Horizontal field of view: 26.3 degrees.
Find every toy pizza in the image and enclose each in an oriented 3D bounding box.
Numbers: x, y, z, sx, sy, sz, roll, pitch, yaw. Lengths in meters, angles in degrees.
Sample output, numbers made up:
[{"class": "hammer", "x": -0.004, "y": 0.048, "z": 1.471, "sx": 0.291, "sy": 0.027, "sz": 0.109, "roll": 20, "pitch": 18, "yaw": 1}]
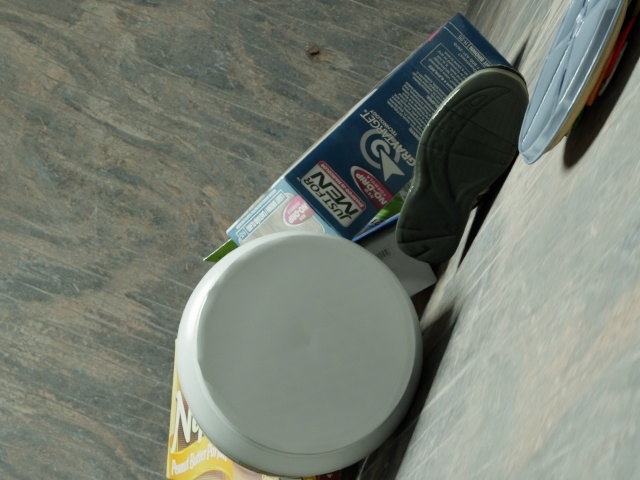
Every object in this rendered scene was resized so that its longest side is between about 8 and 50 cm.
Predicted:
[{"class": "toy pizza", "x": 0.189, "y": -0.142, "z": 0.938, "sx": 0.201, "sy": 0.032, "sz": 0.201, "roll": -157, "pitch": 90, "yaw": -89}]

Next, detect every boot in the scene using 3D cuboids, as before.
[{"class": "boot", "x": 0.149, "y": -0.110, "z": 1.346, "sx": 0.178, "sy": 0.085, "sz": 0.236, "roll": -64, "pitch": -3, "yaw": -48}]

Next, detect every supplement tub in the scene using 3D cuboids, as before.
[{"class": "supplement tub", "x": -0.023, "y": 0.115, "z": 1.333, "sx": 0.316, "sy": 0.228, "sz": 0.228, "roll": 113, "pitch": 180, "yaw": -79}]

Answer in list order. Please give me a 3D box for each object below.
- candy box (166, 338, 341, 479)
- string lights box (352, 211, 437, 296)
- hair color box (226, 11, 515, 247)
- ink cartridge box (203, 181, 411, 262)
[{"class": "candy box", "x": -0.084, "y": 0.218, "z": 1.644, "sx": 0.316, "sy": 0.088, "sz": 0.183, "roll": 0, "pitch": 85, "yaw": 62}, {"class": "string lights box", "x": 0.060, "y": 0.034, "z": 1.642, "sx": 0.133, "sy": 0.076, "sz": 0.259, "roll": -29, "pitch": 3, "yaw": 4}, {"class": "hair color box", "x": 0.061, "y": -0.105, "z": 1.591, "sx": 0.347, "sy": 0.105, "sz": 0.174, "roll": -46, "pitch": 3, "yaw": -33}, {"class": "ink cartridge box", "x": 0.000, "y": 0.000, "z": 1.869, "sx": 0.255, "sy": 0.097, "sz": 0.189, "roll": -37, "pitch": -20, "yaw": 20}]
